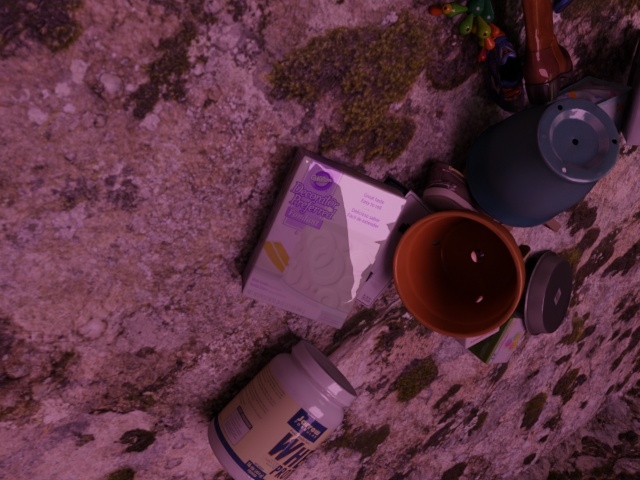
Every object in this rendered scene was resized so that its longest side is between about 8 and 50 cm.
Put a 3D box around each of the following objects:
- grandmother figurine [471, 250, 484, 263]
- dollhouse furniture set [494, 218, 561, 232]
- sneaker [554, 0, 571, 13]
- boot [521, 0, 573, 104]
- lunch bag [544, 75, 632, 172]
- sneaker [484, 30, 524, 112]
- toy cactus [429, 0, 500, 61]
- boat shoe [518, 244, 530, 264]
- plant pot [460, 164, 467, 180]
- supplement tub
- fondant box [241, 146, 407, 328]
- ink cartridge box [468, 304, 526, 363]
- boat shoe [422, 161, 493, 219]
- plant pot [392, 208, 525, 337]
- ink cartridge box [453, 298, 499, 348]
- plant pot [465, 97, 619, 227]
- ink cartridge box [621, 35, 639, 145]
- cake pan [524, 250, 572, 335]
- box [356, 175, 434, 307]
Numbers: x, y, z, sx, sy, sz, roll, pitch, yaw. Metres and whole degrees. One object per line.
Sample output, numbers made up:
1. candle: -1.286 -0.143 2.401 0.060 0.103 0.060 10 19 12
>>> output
1. grandmother figurine: 0.413 0.053 1.558 0.343 0.103 0.208 -7 157 -35
2. dollhouse furniture set: 0.572 -0.041 1.564 0.144 0.151 0.123 26 102 -40
3. sneaker: 0.580 -0.600 1.273 0.053 0.059 0.144 -41 160 -49
4. boot: 0.490 -0.484 1.226 0.264 0.096 0.280 -48 129 -38
5. lunch bag: 0.674 -0.286 1.468 0.262 0.160 0.223 -29 132 -23
6. sneaker: 0.432 -0.373 1.279 0.083 0.087 0.221 -29 137 13
7. toy cactus: 0.324 -0.500 1.146 0.219 0.112 0.180 35 77 -41
8. boat shoe: 0.612 0.082 1.736 0.152 0.056 0.049 -43 128 -2
9. plant pot: 0.430 -0.181 1.402 0.134 0.134 0.095 18 89 -41
10. supplement tub: -0.091 0.430 1.365 0.325 0.235 0.235 -46 133 0
11. fondant box: 0.000 0.000 1.180 0.239 0.096 0.330 21 106 -14
12. ink cartridge box: 0.652 0.318 1.893 0.256 0.097 0.188 7 114 -37
13. boat shoe: 0.367 -0.095 1.418 0.324 0.117 0.096 28 66 -45
14. plant pot: 0.344 0.058 1.289 0.204 0.291 0.290 -20 133 -55
15. ink cartridge box: 0.491 0.219 1.724 0.148 0.086 0.203 -22 128 -21
16. plant pot: 0.501 -0.184 1.222 0.272 0.271 0.255 -34 176 -11
17. ink cartridge box: 0.883 -0.404 1.431 0.309 0.130 0.271 -42 138 -58
18. cake pan: 0.767 0.182 1.837 0.293 0.054 0.292 -13 108 -45
19. box: 0.144 0.008 1.349 0.290 0.087 0.169 -51 133 5
